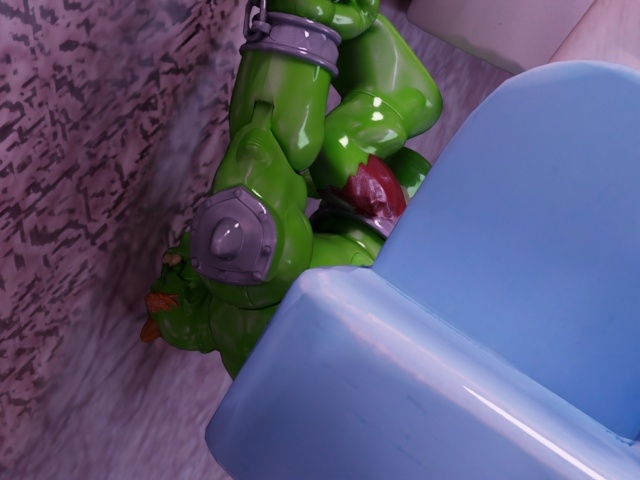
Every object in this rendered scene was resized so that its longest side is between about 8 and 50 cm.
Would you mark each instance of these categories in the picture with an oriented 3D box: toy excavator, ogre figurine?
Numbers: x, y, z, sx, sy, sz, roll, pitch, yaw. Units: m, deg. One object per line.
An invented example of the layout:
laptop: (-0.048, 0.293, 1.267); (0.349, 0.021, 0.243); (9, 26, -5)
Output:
toy excavator: (0.109, -0.009, 0.494); (0.445, 0.433, 0.222); (-57, 165, 8)
ogre figurine: (0.000, 0.000, 0.667); (0.197, 0.096, 0.118); (104, 11, -57)

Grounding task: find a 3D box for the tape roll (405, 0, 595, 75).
tape roll: (0.179, -0.071, 0.726); (0.100, 0.286, 0.286); (-65, 158, 8)
